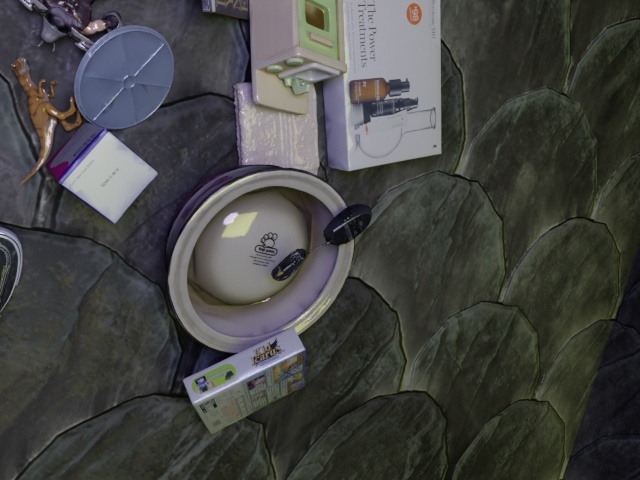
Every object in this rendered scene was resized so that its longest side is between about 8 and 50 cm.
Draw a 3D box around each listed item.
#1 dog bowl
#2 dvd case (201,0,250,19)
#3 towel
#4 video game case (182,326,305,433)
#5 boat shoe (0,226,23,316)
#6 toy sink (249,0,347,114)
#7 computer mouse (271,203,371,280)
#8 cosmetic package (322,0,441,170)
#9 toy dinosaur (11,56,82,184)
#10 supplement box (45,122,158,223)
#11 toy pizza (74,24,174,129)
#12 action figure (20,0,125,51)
[{"bbox_3d":[-0.136,0.024,1.147,0.407,0.150,0.408,-14,121,-26],"label":"dog bowl"},{"bbox_3d":[-0.168,-0.498,1.010,0.221,0.018,0.165,-46,136,-67],"label":"dvd case"},{"bbox_3d":[-0.094,-0.204,1.205,0.187,0.049,0.283,-11,108,-29],"label":"towel"},{"bbox_3d":[-0.153,0.311,1.198,0.244,0.061,0.270,-23,153,-15],"label":"video game case"},{"bbox_3d":[-0.611,0.123,0.944,0.113,0.105,0.306,36,84,-33],"label":"boat shoe"},{"bbox_3d":[-0.040,-0.384,1.088,0.152,0.131,0.234,0,88,-48],"label":"toy sink"},{"bbox_3d":[0.000,0.000,1.107,0.242,0.041,0.071,-33,148,-8],"label":"computer mouse"},{"bbox_3d":[0.147,-0.371,1.281,0.284,0.097,0.378,-15,111,-30],"label":"cosmetic package"},{"bbox_3d":[-0.483,-0.211,0.970,0.112,0.064,0.212,-9,99,-10],"label":"toy dinosaur"},{"bbox_3d":[-0.383,-0.123,0.949,0.111,0.220,0.114,-52,124,-9],"label":"supplement box"},{"bbox_3d":[-0.351,-0.292,0.988,0.201,0.032,0.201,-41,157,-22],"label":"toy pizza"},{"bbox_3d":[-0.392,-0.442,0.936,0.185,0.099,0.285,37,87,-40],"label":"action figure"}]
